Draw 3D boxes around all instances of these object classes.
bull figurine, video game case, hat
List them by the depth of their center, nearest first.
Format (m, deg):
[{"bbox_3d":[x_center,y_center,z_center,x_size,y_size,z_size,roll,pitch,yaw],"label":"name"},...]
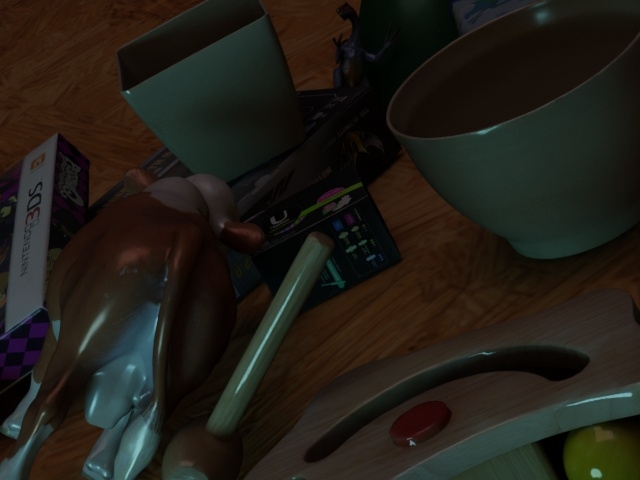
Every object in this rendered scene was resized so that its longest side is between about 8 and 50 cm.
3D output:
[{"bbox_3d":[-0.105,0.048,0.988,0.310,0.101,0.188,-137,72,-87],"label":"bull figurine"},{"bbox_3d":[-0.257,0.053,1.227,0.232,0.042,0.210,-34,31,18],"label":"video game case"},{"bbox_3d":[0.058,-0.216,1.346,0.173,0.183,0.208,-14,27,31],"label":"hat"}]

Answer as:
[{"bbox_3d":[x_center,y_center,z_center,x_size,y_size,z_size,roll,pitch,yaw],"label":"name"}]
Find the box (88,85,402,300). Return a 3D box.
[{"bbox_3d":[-0.081,-0.021,1.260,0.231,0.056,0.183,-43,26,-30],"label":"box"}]

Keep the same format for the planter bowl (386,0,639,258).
[{"bbox_3d":[0.134,-0.059,1.026,0.162,0.109,0.162,-24,23,11],"label":"planter bowl"}]

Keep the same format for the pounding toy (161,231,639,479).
[{"bbox_3d":[0.028,0.088,0.779,0.269,0.155,0.154,-20,21,25],"label":"pounding toy"}]

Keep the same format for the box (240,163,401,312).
[{"bbox_3d":[0.000,0.000,1.130,0.083,0.052,0.062,-29,23,3],"label":"box"}]

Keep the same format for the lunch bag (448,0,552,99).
[{"bbox_3d":[0.171,-0.128,1.161,0.151,0.096,0.129,-14,24,0],"label":"lunch bag"}]

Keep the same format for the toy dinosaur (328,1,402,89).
[{"bbox_3d":[0.017,-0.132,1.319,0.090,0.047,0.082,-47,34,36],"label":"toy dinosaur"}]

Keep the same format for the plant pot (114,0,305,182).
[{"bbox_3d":[-0.067,-0.101,1.211,0.109,0.096,0.109,-28,24,3],"label":"plant pot"}]
